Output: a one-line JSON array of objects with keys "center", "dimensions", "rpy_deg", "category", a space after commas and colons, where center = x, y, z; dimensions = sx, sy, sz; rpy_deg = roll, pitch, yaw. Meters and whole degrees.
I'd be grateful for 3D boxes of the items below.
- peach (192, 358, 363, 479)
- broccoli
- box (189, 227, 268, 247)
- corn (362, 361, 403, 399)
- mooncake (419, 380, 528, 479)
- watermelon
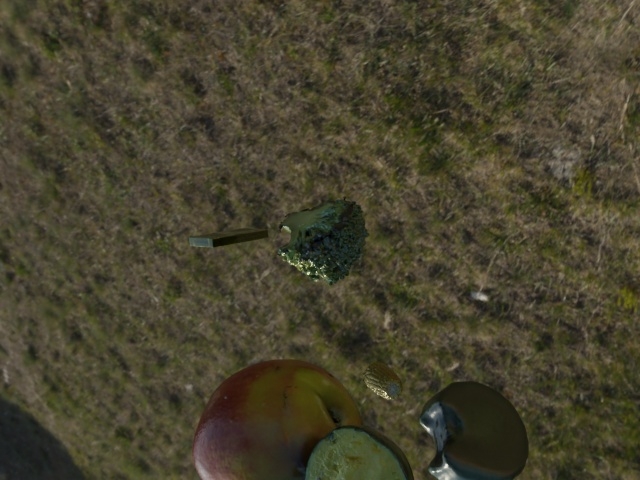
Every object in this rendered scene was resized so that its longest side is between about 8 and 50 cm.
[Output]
[{"center": [-0.096, 0.438, 1.281], "dimensions": [0.370, 0.370, 0.370], "rpy_deg": [18, 126, 26], "category": "peach"}, {"center": [0.013, 0.011, 1.522], "dimensions": [0.180, 0.242, 0.273], "rpy_deg": [54, 155, -22], "category": "broccoli"}, {"center": [-0.263, -0.009, 1.666], "dimensions": [0.121, 0.193, 0.030], "rpy_deg": [3, 101, 46], "category": "box"}, {"center": [0.196, 0.440, 1.811], "dimensions": [0.091, 0.260, 0.091], "rpy_deg": [1, 88, -8], "category": "corn"}, {"center": [0.499, 0.647, 1.906], "dimensions": [0.351, 0.351, 0.187], "rpy_deg": [34, 141, 13], "category": "mooncake"}, {"center": [0.078, 0.449, 1.047], "dimensions": [0.204, 0.127, 0.232], "rpy_deg": [6, 87, 29], "category": "watermelon"}]
